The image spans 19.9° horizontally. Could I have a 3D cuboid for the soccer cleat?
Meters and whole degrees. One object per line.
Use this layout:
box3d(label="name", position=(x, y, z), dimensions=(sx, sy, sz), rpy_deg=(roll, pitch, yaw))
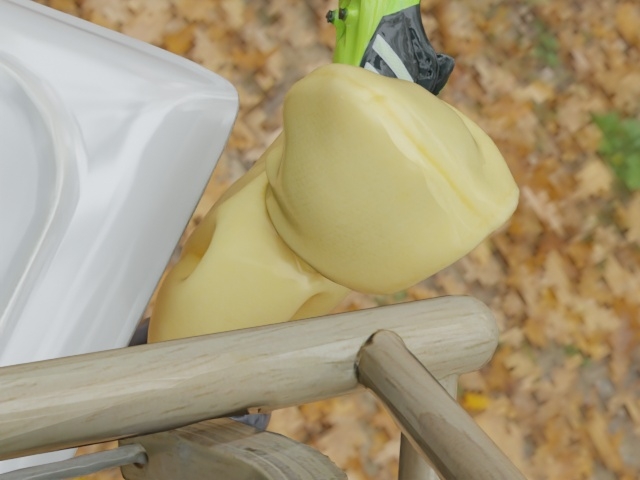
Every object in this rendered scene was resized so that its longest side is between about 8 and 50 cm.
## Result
box3d(label="soccer cleat", position=(0.034, -0.075, 1.005), dimensions=(0.072, 0.060, 0.179), rpy_deg=(5, 97, -18))

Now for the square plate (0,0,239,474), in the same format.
box3d(label="square plate", position=(-0.252, 0.019, 0.663), dimensions=(0.347, 0.049, 0.344), rpy_deg=(23, 75, 3))

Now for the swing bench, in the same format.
box3d(label="swing bench", position=(-0.068, 0.156, 0.359), dimensions=(0.254, 0.165, 0.253), rpy_deg=(-1, 105, -16))

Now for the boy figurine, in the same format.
box3d(label="boy figurine", position=(0.000, 0.000, 0.754), dimensions=(0.092, 0.285, 0.177), rpy_deg=(45, 62, 0))
